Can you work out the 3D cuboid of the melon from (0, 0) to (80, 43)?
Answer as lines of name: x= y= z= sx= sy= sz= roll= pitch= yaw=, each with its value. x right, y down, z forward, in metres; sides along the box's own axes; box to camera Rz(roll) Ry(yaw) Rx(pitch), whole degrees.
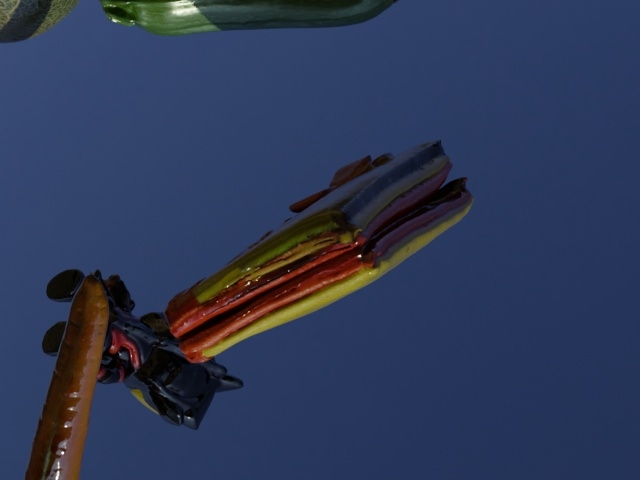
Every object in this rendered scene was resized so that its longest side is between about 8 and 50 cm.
melon: x=-0.204 y=-0.205 z=1.109 sx=0.139 sy=0.139 sz=0.192 roll=54 pitch=-54 yaw=48

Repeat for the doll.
doll: x=-0.180 y=0.112 z=1.764 sx=0.088 sy=0.248 sz=0.127 roll=11 pitch=-100 yaw=46

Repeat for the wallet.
wallet: x=0.000 y=0.000 z=1.072 sx=0.141 sy=0.067 sz=0.241 roll=-26 pitch=-177 yaw=21

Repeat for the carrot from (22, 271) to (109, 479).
carrot: x=-0.150 y=0.105 z=1.028 sx=0.037 sy=0.037 sz=0.190 roll=46 pitch=-52 yaw=48

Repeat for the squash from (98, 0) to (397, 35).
squash: x=-0.051 y=-0.183 z=1.227 sx=0.219 sy=0.068 sz=0.077 roll=-4 pitch=-136 yaw=0
